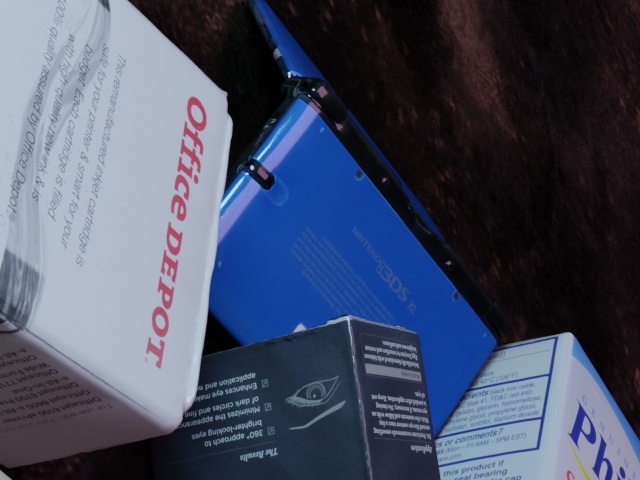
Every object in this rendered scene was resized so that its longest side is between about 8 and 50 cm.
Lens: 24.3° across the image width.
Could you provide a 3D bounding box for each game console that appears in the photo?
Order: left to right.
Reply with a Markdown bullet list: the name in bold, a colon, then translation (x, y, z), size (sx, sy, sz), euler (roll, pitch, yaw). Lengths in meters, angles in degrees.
- **game console**: translation (0.000, 0.000, 1.140), size (0.250, 0.173, 0.293), euler (-53, 127, -18)

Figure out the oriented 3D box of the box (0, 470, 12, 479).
- **box**: translation (-0.248, 0.103, 0.574), size (0.311, 0.121, 0.148), euler (49, 38, -36)

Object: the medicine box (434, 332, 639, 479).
- **medicine box**: translation (0.171, 0.269, 1.169), size (0.263, 0.149, 0.289), euler (54, 36, -30)

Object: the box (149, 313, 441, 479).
- **box**: translation (-0.015, 0.143, 0.911), size (0.093, 0.156, 0.158), euler (17, 62, -57)

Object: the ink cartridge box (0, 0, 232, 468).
- **ink cartridge box**: translation (-0.193, -0.054, 0.738), size (0.307, 0.129, 0.223), euler (42, 42, -42)
